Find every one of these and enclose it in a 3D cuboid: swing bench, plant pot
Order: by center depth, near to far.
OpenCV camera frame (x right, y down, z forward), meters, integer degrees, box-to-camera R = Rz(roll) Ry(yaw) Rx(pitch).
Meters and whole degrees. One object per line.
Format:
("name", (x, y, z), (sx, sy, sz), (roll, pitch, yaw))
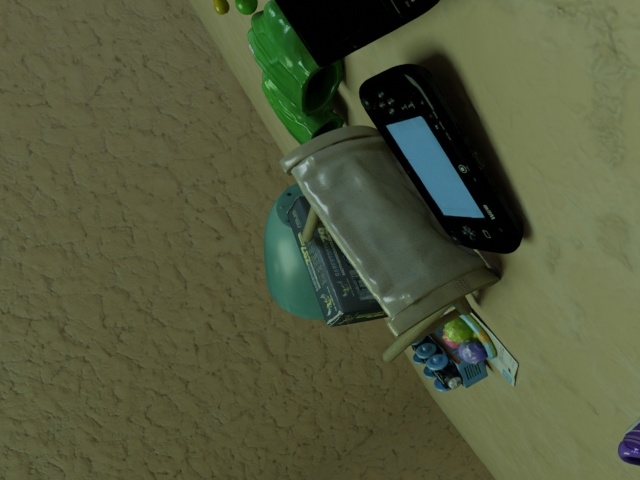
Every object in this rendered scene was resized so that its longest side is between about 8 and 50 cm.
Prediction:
("swing bench", (0.091, 0.004, 0.660), (0.253, 0.165, 0.254), (57, 172, 21))
("plant pot", (0.000, 0.000, 1.142), (0.293, 0.293, 0.235), (55, 161, 39))

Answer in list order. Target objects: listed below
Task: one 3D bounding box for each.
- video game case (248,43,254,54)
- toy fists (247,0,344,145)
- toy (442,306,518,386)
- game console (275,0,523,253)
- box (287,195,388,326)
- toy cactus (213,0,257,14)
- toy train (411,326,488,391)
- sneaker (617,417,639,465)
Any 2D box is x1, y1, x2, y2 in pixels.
("video game case", (-0.073, -0.316, 1.058), (0.212, 0.023, 0.193), (57, -173, -6))
("toy fists", (-0.032, -0.242, 0.735), (0.142, 0.096, 0.279), (49, 174, 12))
("toy", (0.235, 0.151, 0.843), (0.237, 0.056, 0.137), (56, 178, 35))
("game console", (0.067, -0.127, 0.410), (0.361, 0.044, 0.213), (52, 176, -17))
("box", (0.061, 0.027, 0.869), (0.059, 0.183, 0.232), (-51, 52, 45))
("toy cactus", (-0.132, -0.400, 0.605), (0.180, 0.112, 0.218), (140, 118, -71))
("toy train", (0.247, 0.227, 0.980), (0.184, 0.105, 0.080), (-129, 16, -68))
("sneaker", (0.284, 0.203, 0.336), (0.170, 0.071, 0.068), (55, 177, 39))
